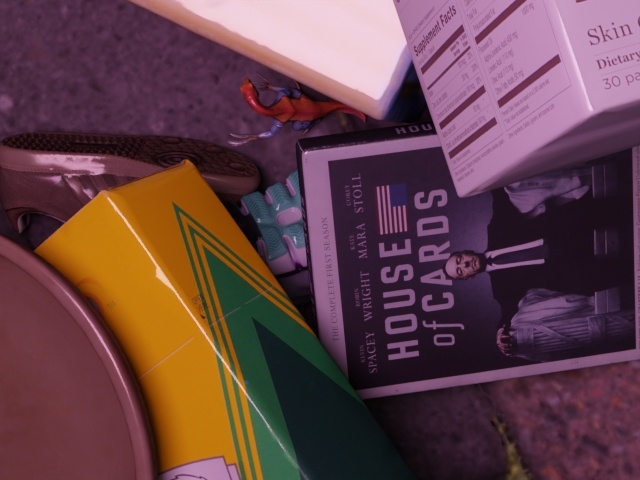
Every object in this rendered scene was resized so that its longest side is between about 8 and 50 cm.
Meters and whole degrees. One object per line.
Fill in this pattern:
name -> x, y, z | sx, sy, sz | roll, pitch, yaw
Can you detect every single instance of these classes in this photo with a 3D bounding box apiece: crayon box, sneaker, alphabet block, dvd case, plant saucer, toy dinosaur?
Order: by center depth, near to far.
plant saucer -> -0.209, 0.116, 0.947 | 0.278, 0.041, 0.277 | 8, 108, 26
alphabet block -> 0.003, -0.197, 0.983 | 0.197, 0.193, 0.192 | 27, 96, 7
dvd case -> 0.111, 0.006, 1.002 | 0.239, 0.029, 0.179 | -8, 112, -6
crayon box -> -0.135, 0.176, 1.010 | 0.363, 0.106, 0.313 | -37, 88, 31
toy dinosaur -> -0.021, -0.094, 1.048 | 0.090, 0.082, 0.047 | -10, 91, 9
sneaker -> 0.000, 0.000, 1.067 | 0.224, 0.098, 0.083 | -15, 58, -9
sneaker -> -0.133, -0.033, 1.090 | 0.188, 0.066, 0.071 | 7, 114, 12

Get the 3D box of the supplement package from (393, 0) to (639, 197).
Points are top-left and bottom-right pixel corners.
supplement package -> 0.193, -0.141, 0.790 | 0.262, 0.204, 0.145 | -17, 84, -14
